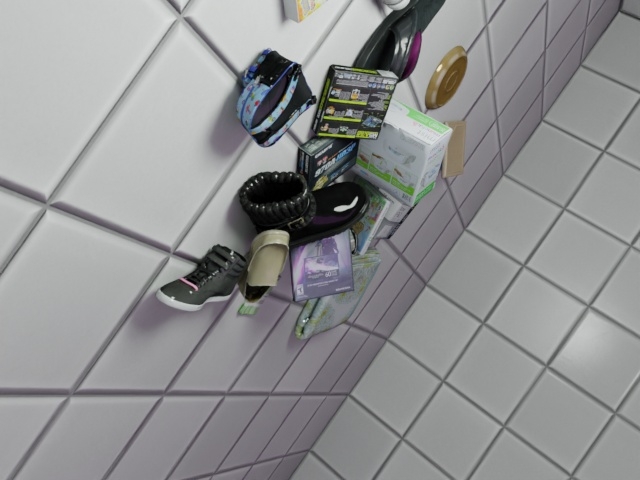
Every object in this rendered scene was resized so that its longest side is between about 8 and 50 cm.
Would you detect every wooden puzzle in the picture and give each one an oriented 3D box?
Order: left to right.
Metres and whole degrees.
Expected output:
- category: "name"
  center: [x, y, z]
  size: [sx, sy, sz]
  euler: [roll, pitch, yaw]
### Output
- category: "wooden puzzle"
  center: [0.530, -0.369, 2.480]
  size: [0.238, 0.044, 0.221]
  euler: [-20, 114, -57]

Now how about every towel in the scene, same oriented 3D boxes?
- category: "towel"
  center: [-0.186, 0.167, 1.909]
  size: [0.152, 0.023, 0.113]
  euler: [-57, 156, 5]
- category: "towel"
  center: [0.068, 0.197, 2.372]
  size: [0.320, 0.090, 0.375]
  euler: [-6, 128, -57]

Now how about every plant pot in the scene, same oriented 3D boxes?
- category: "plant pot"
  center: [0.445, -0.557, 2.140]
  size: [0.236, 0.032, 0.236]
  euler: [-44, 156, -26]

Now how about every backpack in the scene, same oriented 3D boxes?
- category: "backpack"
  center: [-0.110, -0.293, 1.305]
  size: [0.173, 0.117, 0.158]
  euler: [-53, 158, -6]

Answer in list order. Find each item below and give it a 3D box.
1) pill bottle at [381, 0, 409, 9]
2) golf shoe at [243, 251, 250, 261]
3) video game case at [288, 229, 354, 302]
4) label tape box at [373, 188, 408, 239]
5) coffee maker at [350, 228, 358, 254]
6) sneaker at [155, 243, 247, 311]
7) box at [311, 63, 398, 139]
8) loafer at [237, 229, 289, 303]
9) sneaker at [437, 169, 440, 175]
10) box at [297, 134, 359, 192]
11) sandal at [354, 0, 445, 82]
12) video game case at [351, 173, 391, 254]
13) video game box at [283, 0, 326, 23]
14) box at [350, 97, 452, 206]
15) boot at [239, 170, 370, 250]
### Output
- category: "pill bottle"
  center: [0.166, -0.608, 1.463]
  size: [0.078, 0.078, 0.137]
  euler: [-58, 158, 8]
- category: "golf shoe"
  center: [-0.163, 0.061, 1.759]
  size: [0.176, 0.069, 0.086]
  euler: [-31, 154, -42]
- category: "video game case"
  center: [0.000, 0.030, 1.804]
  size: [0.196, 0.026, 0.274]
  euler: [-9, 102, -24]
- category: "label tape box"
  center: [0.285, -0.162, 2.202]
  size: [0.334, 0.106, 0.240]
  euler: [-53, 165, 13]
- category: "coffee maker"
  center: [0.000, 0.000, 1.909]
  size: [0.178, 0.171, 0.120]
  euler: [-18, 117, -23]
- category: "sneaker"
  center: [-0.285, 0.081, 1.506]
  size: [0.147, 0.104, 0.295]
  euler: [-63, 162, 13]
- category: "box"
  center: [0.090, -0.355, 1.601]
  size: [0.190, 0.045, 0.184]
  euler: [-1, 130, -26]
- category: "loafer"
  center: [-0.143, 0.073, 1.605]
  size: [0.101, 0.092, 0.268]
  euler: [1, 142, -25]
- category: "sneaker"
  center: [0.425, -0.291, 2.402]
  size: [0.105, 0.095, 0.236]
  euler: [-58, 163, -11]
- category: "box"
  center: [0.024, -0.236, 1.729]
  size: [0.220, 0.051, 0.175]
  euler: [-39, 153, -32]
- category: "sandal"
  center: [0.227, -0.535, 1.646]
  size: [0.446, 0.107, 0.167]
  euler: [-54, 157, -2]
- category: "video game case"
  center: [0.125, -0.088, 1.954]
  size: [0.023, 0.212, 0.193]
  euler: [13, 113, -33]
- category: "video game box"
  center: [-0.006, -0.570, 1.223]
  size: [0.187, 0.048, 0.205]
  euler: [-43, 155, -20]
- category: "box"
  center: [0.216, -0.268, 1.793]
  size: [0.126, 0.262, 0.231]
  euler: [-37, 151, -37]
- category: "boot"
  center: [-0.028, -0.105, 1.603]
  size: [0.347, 0.131, 0.260]
  euler: [-27, 151, -10]
